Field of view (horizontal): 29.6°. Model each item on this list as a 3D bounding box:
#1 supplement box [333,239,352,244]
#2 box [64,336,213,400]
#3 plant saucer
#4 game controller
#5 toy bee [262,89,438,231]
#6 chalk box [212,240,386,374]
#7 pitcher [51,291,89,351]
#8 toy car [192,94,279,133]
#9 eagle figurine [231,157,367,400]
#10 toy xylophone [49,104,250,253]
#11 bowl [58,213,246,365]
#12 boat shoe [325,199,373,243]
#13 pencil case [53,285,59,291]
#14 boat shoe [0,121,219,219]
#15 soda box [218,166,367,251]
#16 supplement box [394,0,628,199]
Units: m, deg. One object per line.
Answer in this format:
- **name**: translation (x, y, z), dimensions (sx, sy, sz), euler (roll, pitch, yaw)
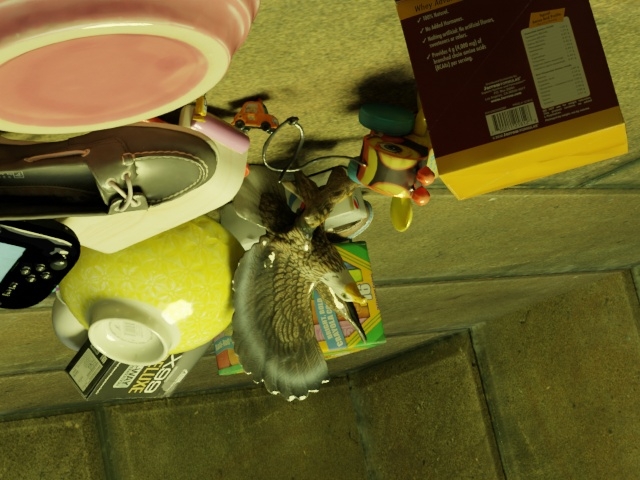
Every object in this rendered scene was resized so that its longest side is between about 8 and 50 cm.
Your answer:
- **supplement box**: translation (0.000, 0.000, 2.115), dimensions (0.083, 0.056, 0.083), euler (-7, 166, -24)
- **box**: translation (-0.267, 0.142, 2.108), dimensions (0.307, 0.076, 0.242), euler (-51, 153, 15)
- **plant saucer**: translation (-0.212, -0.178, 1.096), dimensions (0.332, 0.084, 0.332), euler (-12, 166, -3)
- **game controller**: translation (-0.452, 0.008, 1.439), dimensions (0.319, 0.067, 0.166), euler (16, 127, -34)
- **toy bee**: translation (0.097, -0.090, 1.498), dimensions (0.298, 0.162, 0.195), euler (-34, 137, -30)
- **chalk box**: translation (-0.069, 0.112, 1.959), dimensions (0.289, 0.179, 0.180), euler (-5, 170, -39)
- **pitcher**: translation (-0.377, 0.107, 2.104), dimensions (0.178, 0.125, 0.207), euler (-16, 157, -20)
- **toy car**: translation (-0.094, -0.151, 1.412), dimensions (0.060, 0.040, 0.122), euler (5, 179, 28)
- **eagle figurine**: translation (-0.015, 0.048, 1.707), dimensions (0.226, 0.225, 0.298), euler (0, 130, -13)
- **toy xylophone**: translation (-0.249, -0.074, 1.496), dimensions (0.323, 0.081, 0.236), euler (-17, 154, 26)
- **bowl**: translation (-0.252, 0.082, 1.718), dimensions (0.289, 0.156, 0.289), euler (7, 141, 6)
- **boat shoe**: translation (-0.003, -0.025, 1.983), dimensions (0.183, 0.066, 0.066), euler (-19, 164, 26)
- **pencil case**: translation (-0.416, 0.049, 1.917), dimensions (0.152, 0.064, 0.070), euler (-13, 172, 0)
- **boat shoe**: translation (-0.278, -0.060, 1.323), dimensions (0.335, 0.095, 0.112), euler (-1, 140, 8)
- **soda box**: translation (-0.044, -0.043, 1.849), dimensions (0.216, 0.074, 0.069), euler (-17, 167, 20)
- **supplement box**: translation (0.201, -0.169, 1.269), dimensions (0.191, 0.194, 0.129), euler (-16, 167, 13)
